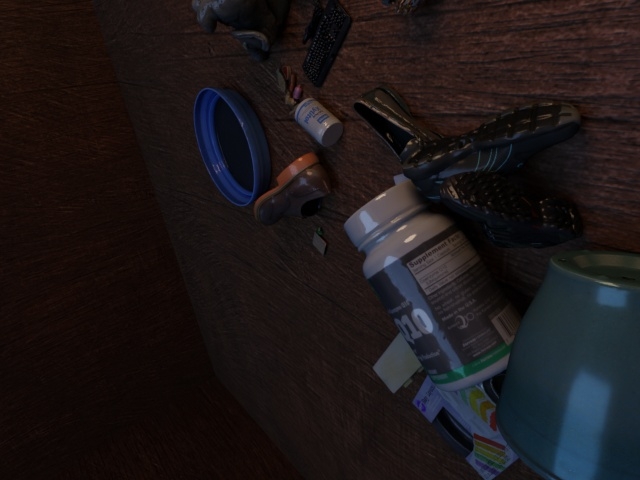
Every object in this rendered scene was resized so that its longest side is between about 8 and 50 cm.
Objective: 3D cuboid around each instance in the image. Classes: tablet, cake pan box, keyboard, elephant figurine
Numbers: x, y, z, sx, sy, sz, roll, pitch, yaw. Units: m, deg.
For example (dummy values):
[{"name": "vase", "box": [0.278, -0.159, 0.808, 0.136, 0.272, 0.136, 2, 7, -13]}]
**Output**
[{"name": "tablet", "box": [0.191, -0.118, 0.862, 0.083, 0.006, 0.054, -7, 107, 58]}, {"name": "cake pan box", "box": [0.349, 0.396, 0.946, 0.246, 0.070, 0.267, 45, 145, 31]}, {"name": "keyboard", "box": [-0.006, -0.433, 0.894, 0.100, 0.038, 0.192, 57, 147, 12]}, {"name": "elephant figurine", "box": [-0.153, -0.509, 0.939, 0.169, 0.239, 0.186, -43, 49, 21]}]

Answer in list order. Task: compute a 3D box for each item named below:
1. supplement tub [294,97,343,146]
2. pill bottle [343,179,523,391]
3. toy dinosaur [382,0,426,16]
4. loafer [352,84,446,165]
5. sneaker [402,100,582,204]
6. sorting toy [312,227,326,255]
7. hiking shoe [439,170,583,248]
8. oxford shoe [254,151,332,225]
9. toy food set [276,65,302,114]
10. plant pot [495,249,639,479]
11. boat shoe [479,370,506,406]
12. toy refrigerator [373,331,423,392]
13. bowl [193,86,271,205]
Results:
[{"name": "supplement tub", "box": [-0.004, -0.280, 0.969, 0.107, 0.071, 0.071, 47, 145, 25]}, {"name": "pill bottle", "box": [0.211, 0.077, 0.786, 0.361, 0.204, 0.204, 58, 148, 10]}, {"name": "toy dinosaur", "box": [0.137, -0.506, 0.572, 0.218, 0.164, 0.322, 33, 121, 18]}, {"name": "loafer", "box": [0.161, -0.185, 0.781, 0.268, 0.084, 0.096, 52, 146, 18]}, {"name": "sneaker", "box": [0.267, -0.131, 0.650, 0.267, 0.101, 0.106, -14, 121, 43]}, {"name": "sorting toy", "box": [0.000, 0.000, 1.221, 0.062, 0.012, 0.083, 52, 150, 27]}, {"name": "hiking shoe", "box": [0.276, -0.029, 0.632, 0.226, 0.086, 0.114, 18, 148, -7]}, {"name": "oxford shoe", "box": [-0.087, -0.103, 1.171, 0.133, 0.130, 0.363, 55, 148, 2]}, {"name": "toy food set", "box": [-0.074, -0.390, 1.044, 0.078, 0.019, 0.122, -11, 96, 57]}, {"name": "plant pot", "box": [0.389, 0.154, 0.545, 0.271, 0.271, 0.256, 16, 111, 50]}, {"name": "boat shoe", "box": [0.391, 0.288, 0.718, 0.227, 0.081, 0.069, 28, 164, -4]}, {"name": "toy refrigerator", "box": [0.230, 0.266, 0.992, 0.094, 0.102, 0.270, 48, 145, 23]}, {"name": "bowl", "box": [-0.296, -0.312, 1.369, 0.391, 0.077, 0.391, 35, 138, 38]}]
